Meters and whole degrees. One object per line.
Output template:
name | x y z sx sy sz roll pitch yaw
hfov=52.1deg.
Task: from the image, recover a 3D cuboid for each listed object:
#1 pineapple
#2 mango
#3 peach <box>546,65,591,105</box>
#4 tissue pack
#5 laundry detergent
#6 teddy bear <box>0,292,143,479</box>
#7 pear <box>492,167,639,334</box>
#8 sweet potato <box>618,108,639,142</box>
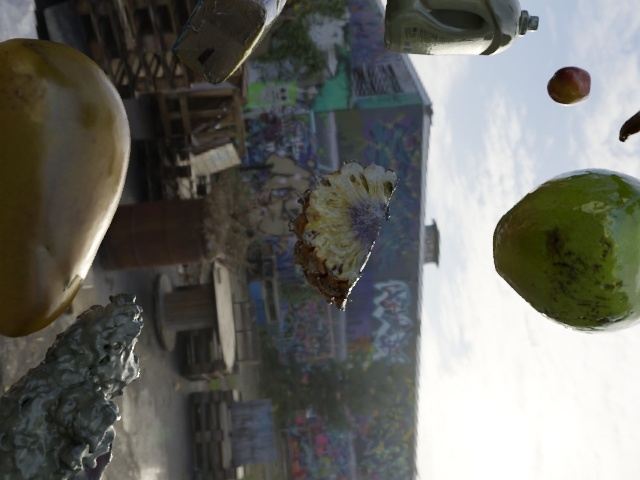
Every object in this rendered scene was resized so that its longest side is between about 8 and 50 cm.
pineapple | -0.001 0.002 1.431 0.344 0.209 0.286 -66 -177 -36
mango | -0.443 -0.079 0.987 0.232 0.300 0.445 1 96 -77
peach | 0.615 -0.379 1.615 0.101 0.101 0.100 174 -90 -89
tissue pack | -0.107 -0.279 0.825 0.120 0.082 0.169 -48 -166 28
laundry detergent | 0.235 -0.369 1.098 0.181 0.253 0.091 48 46 -82
teddy bear | -0.387 0.261 1.048 0.224 0.367 0.357 47 -27 -26
pear | 0.565 0.018 1.422 0.391 0.391 0.391 174 -90 -89
sweet potato | 0.658 -0.267 1.284 0.264 0.057 0.057 91 -7 -64
